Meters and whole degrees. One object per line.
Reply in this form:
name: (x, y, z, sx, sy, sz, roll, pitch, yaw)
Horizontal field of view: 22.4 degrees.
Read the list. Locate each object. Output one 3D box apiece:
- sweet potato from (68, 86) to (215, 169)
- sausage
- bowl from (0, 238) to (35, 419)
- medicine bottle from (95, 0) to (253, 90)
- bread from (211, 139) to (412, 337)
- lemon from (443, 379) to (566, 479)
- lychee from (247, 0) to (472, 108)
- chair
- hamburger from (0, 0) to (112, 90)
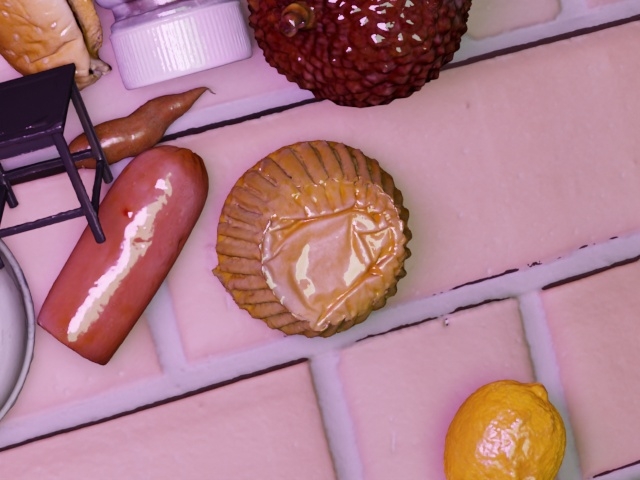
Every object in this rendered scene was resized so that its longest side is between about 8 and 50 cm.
sweet potato: (-0.204, -0.127, 1.835, 0.195, 0.056, 0.056, -30, 100, -18)
sausage: (-0.213, 0.008, 1.805, 0.113, 0.113, 0.259, 32, 83, -15)
bowl: (-0.452, 0.102, 1.720, 0.307, 0.163, 0.307, 0, 92, -13)
medicine bottle: (-0.179, -0.313, 1.774, 0.165, 0.165, 0.273, -16, 98, -15)
bread: (0.001, -0.002, 1.854, 0.240, 0.139, 0.240, -1, 92, -20)
lemon: (0.217, 0.252, 1.928, 0.142, 0.142, 0.187, 30, 87, -15)
lychee: (0.039, -0.274, 1.780, 0.300, 0.264, 0.264, -29, 103, -51)
chair: (-0.323, -0.124, 1.682, 0.141, 0.154, 0.260, -14, 122, 6)
hamburger: (-0.312, -0.245, 1.752, 0.135, 0.155, 0.208, -26, 107, -10)
